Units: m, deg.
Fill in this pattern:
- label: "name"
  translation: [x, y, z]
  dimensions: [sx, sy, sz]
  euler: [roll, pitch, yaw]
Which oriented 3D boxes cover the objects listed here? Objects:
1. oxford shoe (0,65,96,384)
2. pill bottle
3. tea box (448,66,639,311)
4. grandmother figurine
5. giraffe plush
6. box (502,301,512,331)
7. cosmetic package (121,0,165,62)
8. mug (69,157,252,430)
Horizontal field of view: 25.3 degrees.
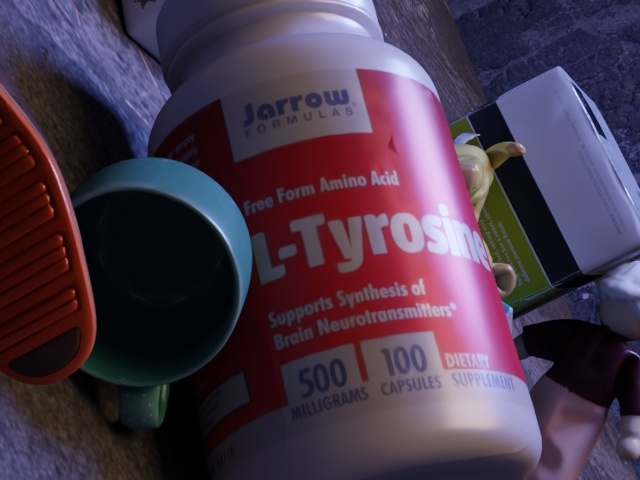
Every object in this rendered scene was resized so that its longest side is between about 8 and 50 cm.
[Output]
- label: "oxford shoe"
  translation: [-0.189, -0.049, 0.795]
  dimensions: [0.271, 0.097, 0.098]
  euler: [65, 8, 5]
- label: "pill bottle"
  translation: [0.000, 0.000, 1.044]
  dimensions: [0.229, 0.229, 0.407]
  euler: [37, 35, -61]
- label: "tea box"
  translation: [0.210, -0.021, 1.697]
  dimensions: [0.220, 0.324, 0.329]
  euler: [65, 15, 8]
- label: "grandmother figurine"
  translation: [0.292, 0.171, 1.634]
  dimensions: [0.208, 0.342, 0.104]
  euler: [34, 5, 22]
- label: "giraffe plush"
  translation: [0.118, -0.009, 1.474]
  dimensions: [0.210, 0.181, 0.170]
  euler: [-20, 110, -48]
- label: "box"
  translation: [0.146, 0.137, 1.485]
  dimensions: [0.060, 0.100, 0.244]
  euler: [36, -17, 20]
- label: "cosmetic package"
  translation: [-0.062, -0.240, 1.455]
  dimensions: [0.385, 0.156, 0.217]
  euler: [40, 30, -61]
- label: "mug"
  translation: [-0.115, 0.024, 0.899]
  dimensions: [0.129, 0.157, 0.097]
  euler: [34, 18, -8]
